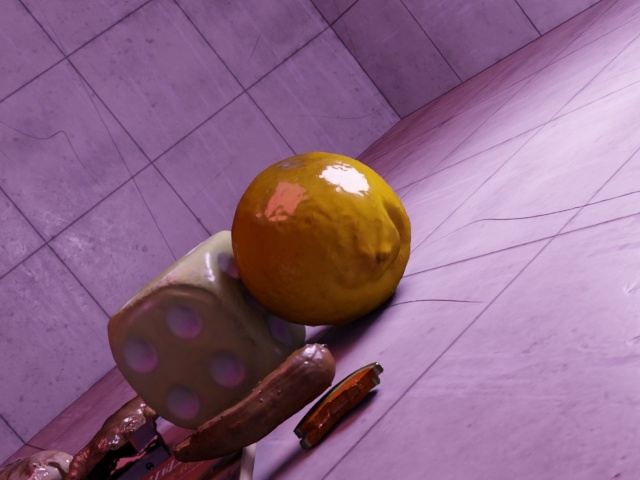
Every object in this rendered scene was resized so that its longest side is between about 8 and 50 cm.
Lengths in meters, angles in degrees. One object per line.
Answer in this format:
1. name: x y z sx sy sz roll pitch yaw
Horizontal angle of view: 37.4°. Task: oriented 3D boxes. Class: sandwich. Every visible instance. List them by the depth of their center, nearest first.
1. sandwich: 0.025 0.197 1.151 0.135 0.029 0.067 -40 5 2

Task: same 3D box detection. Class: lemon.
1. lemon: 0.000 0.001 1.510 0.297 0.297 0.297 -38 7 6

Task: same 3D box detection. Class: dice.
1. dice: -0.193 0.151 1.628 0.249 0.252 0.254 -35 9 19

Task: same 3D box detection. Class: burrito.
1. burrito: -0.655 0.541 2.113 0.175 0.107 0.347 -27 3 -31

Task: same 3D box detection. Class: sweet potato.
1. sweet potato: -0.074 0.206 1.158 0.233 0.062 0.081 -34 2 -15

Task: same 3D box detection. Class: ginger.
1. ginger: -0.398 0.377 1.921 0.166 0.080 0.333 -19 21 35

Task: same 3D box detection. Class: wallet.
1. wallet: -0.361 0.407 1.616 0.231 0.069 0.170 -41 12 -9

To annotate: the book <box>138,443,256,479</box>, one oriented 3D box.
1. book: -0.187 0.350 1.130 0.262 0.028 0.374 -38 14 9
